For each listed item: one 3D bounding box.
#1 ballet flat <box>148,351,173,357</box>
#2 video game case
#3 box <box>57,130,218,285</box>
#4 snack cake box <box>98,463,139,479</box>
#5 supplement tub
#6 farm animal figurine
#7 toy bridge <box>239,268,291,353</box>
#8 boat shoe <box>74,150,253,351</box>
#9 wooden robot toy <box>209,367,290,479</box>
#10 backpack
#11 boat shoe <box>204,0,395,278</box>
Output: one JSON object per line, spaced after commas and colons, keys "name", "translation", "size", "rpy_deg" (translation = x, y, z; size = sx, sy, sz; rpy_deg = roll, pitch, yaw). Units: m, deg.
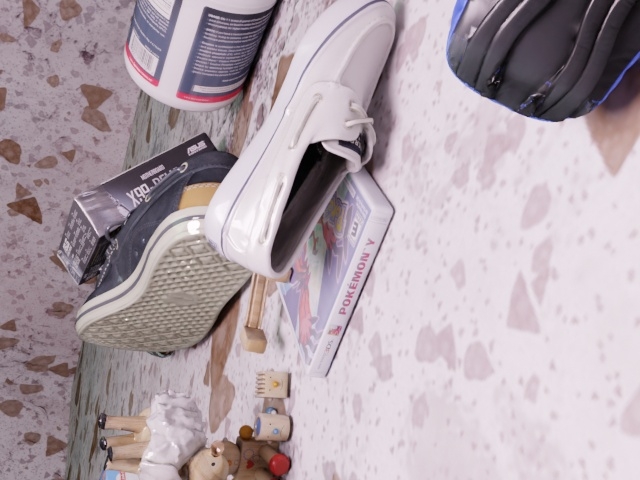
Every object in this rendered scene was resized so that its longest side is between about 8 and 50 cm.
{"name": "ballet flat", "translation": [-0.269, 0.125, 1.306], "size": [0.070, 0.070, 0.188], "rpy_deg": [-134, 55, -64]}
{"name": "video game case", "translation": [0.000, 0.000, 0.715], "size": [0.201, 0.023, 0.183], "rpy_deg": [-116, 41, -56]}
{"name": "box", "translation": [-0.313, -0.046, 1.244], "size": [0.076, 0.242, 0.307], "rpy_deg": [56, 151, 1]}
{"name": "snack cake box", "translation": [-0.377, 0.530, 1.345], "size": [0.152, 0.089, 0.264], "rpy_deg": [-100, 28, -42]}
{"name": "supplement tub", "translation": [-0.169, -0.343, 1.060], "size": [0.272, 0.191, 0.191], "rpy_deg": [122, 150, -43]}
{"name": "farm animal figurine", "translation": [-0.101, 0.334, 0.618], "size": [0.327, 0.172, 0.330], "rpy_deg": [-149, 66, -63]}
{"name": "toy bridge", "translation": [-0.050, 0.023, 0.766], "size": [0.063, 0.026, 0.188], "rpy_deg": [-122, 47, -62]}
{"name": "boat shoe", "translation": [-0.224, 0.041, 1.056], "size": [0.500, 0.187, 0.156], "rpy_deg": [-42, 41, 48]}
{"name": "wooden robot toy", "translation": [-0.078, 0.218, 0.742], "size": [0.076, 0.079, 0.173], "rpy_deg": [-169, 89, -69]}
{"name": "backpack", "translation": [0.124, -0.125, 0.364], "size": [0.120, 0.098, 0.101], "rpy_deg": [-65, -3, 34]}
{"name": "boat shoe", "translation": [0.002, -0.091, 0.625], "size": [0.088, 0.096, 0.267], "rpy_deg": [29, 82, 33]}
